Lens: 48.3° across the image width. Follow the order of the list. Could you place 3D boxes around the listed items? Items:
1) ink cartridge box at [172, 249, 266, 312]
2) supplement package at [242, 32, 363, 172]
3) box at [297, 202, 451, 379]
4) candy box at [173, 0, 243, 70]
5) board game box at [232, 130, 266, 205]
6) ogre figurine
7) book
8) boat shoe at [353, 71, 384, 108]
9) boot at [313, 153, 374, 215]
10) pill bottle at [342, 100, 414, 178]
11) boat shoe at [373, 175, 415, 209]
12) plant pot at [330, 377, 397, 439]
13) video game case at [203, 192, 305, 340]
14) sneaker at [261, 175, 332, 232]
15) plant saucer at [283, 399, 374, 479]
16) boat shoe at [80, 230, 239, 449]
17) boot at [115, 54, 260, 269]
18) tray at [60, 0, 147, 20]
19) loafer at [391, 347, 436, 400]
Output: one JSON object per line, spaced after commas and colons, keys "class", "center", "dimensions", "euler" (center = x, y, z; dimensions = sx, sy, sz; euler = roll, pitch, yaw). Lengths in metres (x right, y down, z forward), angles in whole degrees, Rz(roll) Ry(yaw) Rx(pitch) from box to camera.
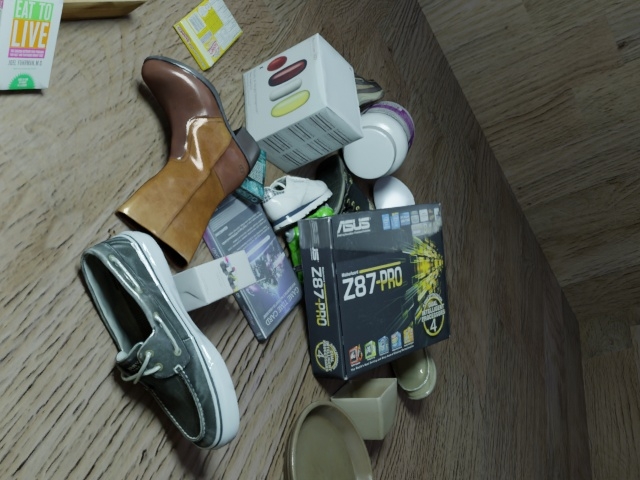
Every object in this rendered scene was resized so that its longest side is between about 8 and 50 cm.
{"class": "ink cartridge box", "center": [-0.177, 0.067, 1.138], "dimensions": [0.181, 0.104, 0.062], "euler": [-21, 91, -64]}
{"class": "supplement package", "center": [-0.041, -0.289, 1.528], "dimensions": [0.149, 0.203, 0.194], "euler": [30, 45, -51]}
{"class": "box", "center": [0.128, 0.091, 1.515], "dimensions": [0.394, 0.097, 0.319], "euler": [-8, 93, -47]}
{"class": "candy box", "center": [-0.229, -0.439, 1.482], "dimensions": [0.105, 0.027, 0.206], "euler": [59, 29, -24]}
{"class": "board game box", "center": [-0.180, -0.158, 1.333], "dimensions": [0.186, 0.026, 0.126], "euler": [30, 44, -34]}
{"class": "ogre figurine", "center": [0.000, 0.000, 1.507], "dimensions": [0.197, 0.097, 0.118], "euler": [-33, 99, -21]}
{"class": "book", "center": [-0.402, -0.277, 0.963], "dimensions": [0.096, 0.035, 0.144], "euler": [-28, 139, -62]}
{"class": "boat shoe", "center": [0.068, -0.402, 1.883], "dimensions": [0.130, 0.132, 0.355], "euler": [65, 26, -7]}
{"class": "boot", "center": [0.063, -0.079, 1.687], "dimensions": [0.179, 0.085, 0.236], "euler": [50, 25, -30]}
{"class": "pill bottle", "center": [0.148, -0.256, 1.848], "dimensions": [0.169, 0.169, 0.301], "euler": [63, 21, -12]}
{"class": "boat shoe", "center": [0.237, -0.039, 1.982], "dimensions": [0.301, 0.108, 0.102], "euler": [57, -5, 2]}
{"class": "plant pot", "center": [0.096, 0.345, 1.450], "dimensions": [0.109, 0.109, 0.096], "euler": [-22, 103, -63]}
{"class": "video game case", "center": [-0.131, 0.025, 1.340], "dimensions": [0.274, 0.026, 0.196], "euler": [64, 27, -11]}
{"class": "sneaker", "center": [-0.051, -0.099, 1.514], "dimensions": [0.095, 0.090, 0.235], "euler": [56, 27, -4]}
{"class": "plant saucer", "center": [0.016, 0.433, 1.304], "dimensions": [0.278, 0.041, 0.278], "euler": [42, 37, -42]}
{"class": "boat shoe", "center": [-0.235, 0.150, 0.990], "dimensions": [0.119, 0.121, 0.335], "euler": [-22, 80, -55]}
{"class": "boot", "center": [-0.253, -0.133, 1.171], "dimensions": [0.264, 0.096, 0.280], "euler": [52, 50, -28]}
{"class": "tray", "center": [-0.439, -0.427, 1.045], "dimensions": [0.203, 0.076, 0.411], "euler": [65, 28, -8]}
{"class": "loafer", "center": [0.204, 0.256, 1.716], "dimensions": [0.092, 0.102, 0.269], "euler": [40, 29, -41]}
